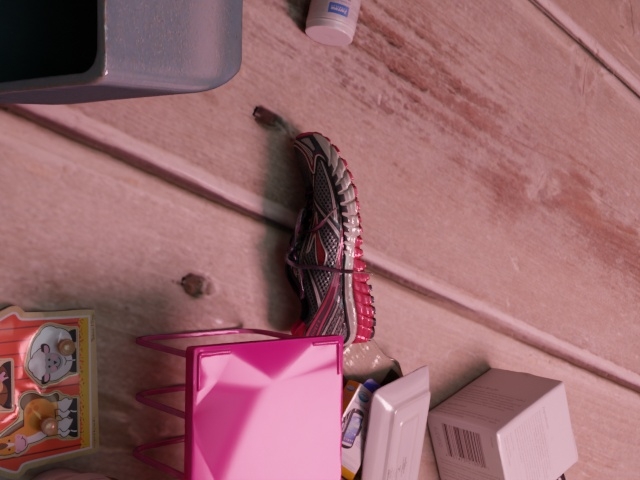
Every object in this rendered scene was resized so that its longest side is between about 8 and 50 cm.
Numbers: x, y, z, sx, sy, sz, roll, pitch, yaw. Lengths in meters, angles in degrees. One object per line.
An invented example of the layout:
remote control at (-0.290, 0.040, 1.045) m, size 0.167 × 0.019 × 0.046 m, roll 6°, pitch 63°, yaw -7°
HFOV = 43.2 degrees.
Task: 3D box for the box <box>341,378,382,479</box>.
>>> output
box at (0.046, 0.262, 1.145) m, size 0.081 × 0.028 × 0.136 m, roll 45°, pitch 66°, yaw -36°

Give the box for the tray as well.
tray at (0.112, 0.329, 1.197) m, size 0.145 × 0.030 × 0.270 m, roll -13°, pitch 115°, yaw -49°

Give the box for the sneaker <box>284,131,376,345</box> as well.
sneaker at (0.000, 0.000, 1.100) m, size 0.112 × 0.121 × 0.299 m, roll -9°, pitch 90°, yaw -8°

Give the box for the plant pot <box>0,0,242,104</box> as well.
plant pot at (-0.212, -0.260, 0.840) m, size 0.252 × 0.248 × 0.247 m, roll -2°, pitch 93°, yaw -57°

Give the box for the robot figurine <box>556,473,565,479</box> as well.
robot figurine at (0.377, 0.526, 1.391) m, size 0.209 × 0.173 × 0.278 m, roll -16°, pitch 103°, yaw -14°

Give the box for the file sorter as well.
file sorter at (-0.109, 0.256, 0.973) m, size 0.202 × 0.182 × 0.290 m, roll 0°, pitch 91°, yaw -38°

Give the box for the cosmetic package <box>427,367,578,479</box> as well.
cosmetic package at (0.299, 0.322, 1.327) m, size 0.184 × 0.151 × 0.151 m, roll -24°, pitch 107°, yaw -35°

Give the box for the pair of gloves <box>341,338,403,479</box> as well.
pair of gloves at (0.040, 0.264, 1.185) m, size 0.240 × 0.042 × 0.204 m, roll -54°, pitch 127°, yaw -19°

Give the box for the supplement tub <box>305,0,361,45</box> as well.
supplement tub at (0.022, -0.334, 1.125) m, size 0.071 × 0.071 × 0.107 m, roll 17°, pitch 80°, yaw -38°

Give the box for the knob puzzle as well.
knob puzzle at (-0.334, 0.168, 0.884) m, size 0.213 × 0.030 × 0.213 m, roll -2°, pitch 94°, yaw -39°

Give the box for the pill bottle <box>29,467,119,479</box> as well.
pill bottle at (-0.235, 0.315, 0.842) m, size 0.131 × 0.229 × 0.131 m, roll -2°, pitch 93°, yaw -39°
